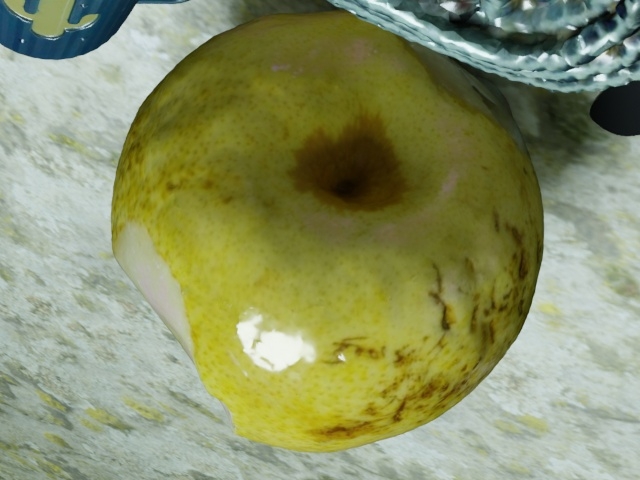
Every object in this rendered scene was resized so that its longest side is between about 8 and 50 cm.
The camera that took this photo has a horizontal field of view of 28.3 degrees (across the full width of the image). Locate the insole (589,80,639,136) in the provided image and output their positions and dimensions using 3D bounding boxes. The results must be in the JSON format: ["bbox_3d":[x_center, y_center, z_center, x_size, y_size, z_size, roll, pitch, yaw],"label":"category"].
[{"bbox_3d":[0.194,-0.085,0.687,0.045,0.002,0.135,34,153,-12],"label":"insole"}]

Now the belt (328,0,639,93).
[{"bbox_3d":[0.061,-0.169,0.497,0.295,0.160,0.207,32,153,-5],"label":"belt"}]

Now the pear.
[{"bbox_3d":[0.000,0.000,0.752,0.271,0.271,0.271,23,152,13],"label":"pear"}]

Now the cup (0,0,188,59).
[{"bbox_3d":[-0.127,-0.178,0.725,0.176,0.131,0.155,10,163,-18],"label":"cup"}]
